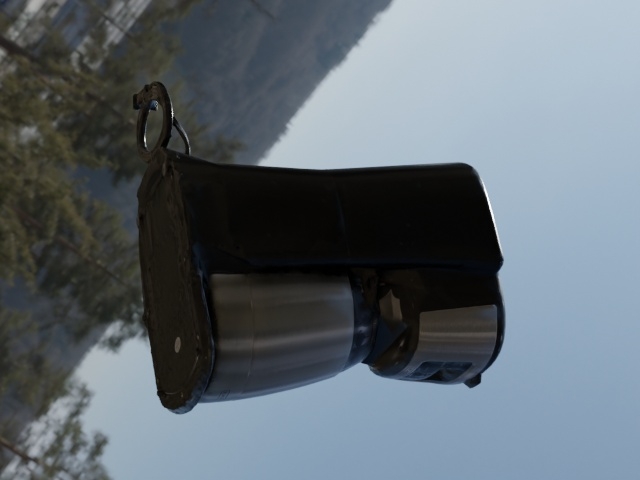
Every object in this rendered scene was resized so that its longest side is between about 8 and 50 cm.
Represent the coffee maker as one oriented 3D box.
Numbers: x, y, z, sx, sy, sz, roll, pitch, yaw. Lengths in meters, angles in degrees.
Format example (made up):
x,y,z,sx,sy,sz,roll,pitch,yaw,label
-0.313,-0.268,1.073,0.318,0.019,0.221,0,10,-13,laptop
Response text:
x,y,z,sx,sy,sz,roll,pitch,yaw,label
0.000,0.000,0.499,0.120,0.178,0.171,-177,-95,-65,coffee maker
